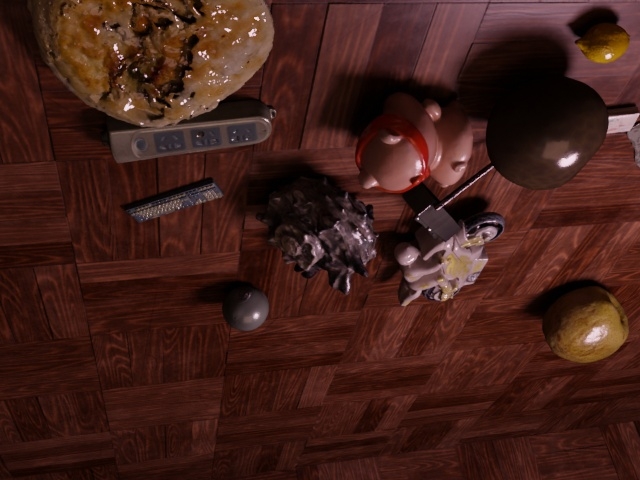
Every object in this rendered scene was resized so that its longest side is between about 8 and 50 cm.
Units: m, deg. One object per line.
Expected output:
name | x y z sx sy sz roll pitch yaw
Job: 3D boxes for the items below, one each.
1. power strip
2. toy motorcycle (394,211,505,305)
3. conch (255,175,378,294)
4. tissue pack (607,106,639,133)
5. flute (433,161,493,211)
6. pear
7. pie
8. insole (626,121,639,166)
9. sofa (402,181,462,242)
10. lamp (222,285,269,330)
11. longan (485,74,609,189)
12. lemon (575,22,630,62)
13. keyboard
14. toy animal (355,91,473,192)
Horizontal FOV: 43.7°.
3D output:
power strip | -0.211 -0.179 1.295 0.286 0.048 0.080 -9 150 -9
toy motorcycle | 0.259 0.045 1.767 0.223 0.107 0.340 -3 146 -15
conch | -0.007 -0.011 1.531 0.241 0.186 0.313 15 169 7
tissue pack | 0.541 -0.224 1.504 0.108 0.023 0.056 -6 148 -9
flute | 0.321 -0.140 1.498 0.269 0.014 0.014 -37 144 7
pear | 0.708 0.231 2.147 0.211 0.188 0.228 -31 147 24
pie | -0.225 -0.280 1.092 0.339 0.077 0.339 -9 150 -5
insole | 0.662 -0.191 1.618 0.065 0.006 0.193 -26 146 22
sofa | 0.215 -0.058 1.595 0.060 0.085 0.147 -40 143 11
lamp | -0.169 0.152 1.798 0.105 0.105 0.105 -9 149 -5
longan | 0.380 -0.185 1.360 0.198 0.198 0.212 -3 152 -15
lemon | 0.454 -0.318 1.284 0.092 0.065 0.065 -6 149 -10
keyboard | -0.271 -0.072 1.481 0.176 0.014 0.055 -16 152 8
toy animal | 0.155 -0.159 1.359 0.198 0.171 0.171 -5 149 -26
